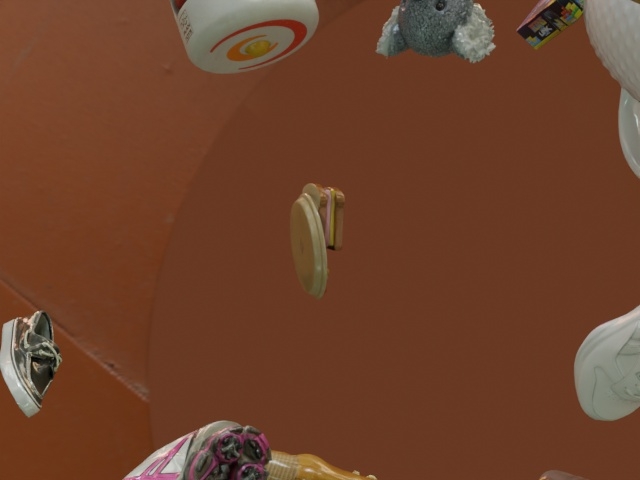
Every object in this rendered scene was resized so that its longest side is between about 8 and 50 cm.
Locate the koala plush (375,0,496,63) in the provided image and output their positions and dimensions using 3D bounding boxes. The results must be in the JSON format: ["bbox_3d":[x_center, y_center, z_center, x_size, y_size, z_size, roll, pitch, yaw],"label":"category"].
[{"bbox_3d":[0.169,-0.350,1.488,0.196,0.203,0.221,6,83,27],"label":"koala plush"}]

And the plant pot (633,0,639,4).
[{"bbox_3d":[0.242,-0.227,0.724,0.134,0.095,0.134,1,92,21],"label":"plant pot"}]

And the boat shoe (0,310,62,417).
[{"bbox_3d":[-0.409,0.166,1.547,0.070,0.219,0.078,-27,123,-3],"label":"boat shoe"}]

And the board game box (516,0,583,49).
[{"bbox_3d":[0.386,-0.384,1.646,0.048,0.141,0.170,40,74,-6],"label":"board game box"}]

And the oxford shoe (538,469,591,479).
[{"bbox_3d":[0.368,0.406,1.608,0.132,0.363,0.130,20,83,26],"label":"oxford shoe"}]

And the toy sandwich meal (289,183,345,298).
[{"bbox_3d":[0.000,0.000,0.785,0.029,0.085,0.086,-8,81,-15],"label":"toy sandwich meal"}]

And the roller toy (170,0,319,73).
[{"bbox_3d":[-0.107,-0.319,1.496,0.209,0.191,0.146,-22,77,16],"label":"roller toy"}]

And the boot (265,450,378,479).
[{"bbox_3d":[-0.017,0.378,1.607,0.211,0.295,0.104,18,70,1],"label":"boot"}]

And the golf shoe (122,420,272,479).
[{"bbox_3d":[-0.125,0.204,0.820,0.186,0.086,0.067,-32,105,-30],"label":"golf shoe"}]

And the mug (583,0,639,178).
[{"bbox_3d":[0.495,-0.242,1.430,0.276,0.328,0.374,-1,116,-23],"label":"mug"}]

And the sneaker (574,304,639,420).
[{"bbox_3d":[0.391,0.140,1.238,0.114,0.305,0.152,8,49,-19],"label":"sneaker"}]
